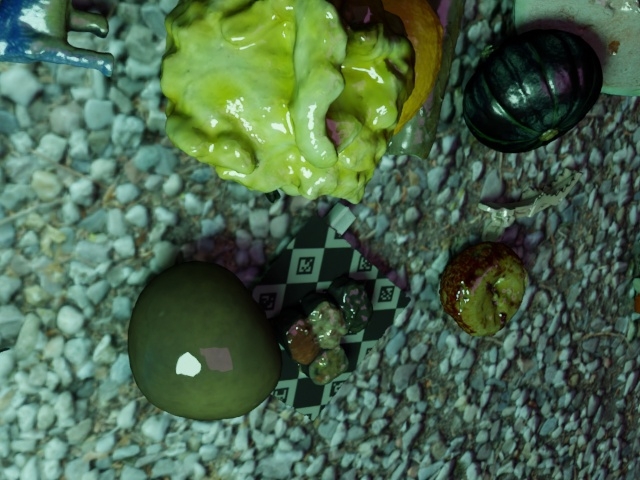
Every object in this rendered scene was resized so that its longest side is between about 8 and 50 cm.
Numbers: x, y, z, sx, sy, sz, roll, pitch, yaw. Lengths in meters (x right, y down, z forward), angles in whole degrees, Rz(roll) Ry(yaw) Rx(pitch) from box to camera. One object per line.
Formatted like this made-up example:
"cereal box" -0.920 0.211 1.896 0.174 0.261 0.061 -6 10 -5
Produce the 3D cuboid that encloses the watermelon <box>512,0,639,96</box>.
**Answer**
"watermelon" 0.389 -0.319 1.207 0.224 0.180 0.305 -46 131 3

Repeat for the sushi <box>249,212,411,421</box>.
"sushi" 0.003 0.117 1.131 0.220 0.047 0.231 -51 129 -2

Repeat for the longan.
"longan" -0.129 0.116 0.974 0.189 0.189 0.189 -14 114 -34

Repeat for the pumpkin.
"pumpkin" 0.283 -0.197 1.175 0.194 0.194 0.150 8 80 -39

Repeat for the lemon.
"lemon" 0.070 -0.209 1.024 0.142 0.142 0.187 -7 111 -36

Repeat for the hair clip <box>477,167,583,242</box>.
"hair clip" 0.325 -0.054 1.345 0.226 0.034 0.072 -21 121 -32

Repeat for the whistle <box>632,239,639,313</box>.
"whistle" 0.618 0.094 1.578 0.105 0.101 0.253 -12 110 -38

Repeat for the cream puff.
"cream puff" 0.234 0.069 1.287 0.149 0.084 0.149 -16 119 -31

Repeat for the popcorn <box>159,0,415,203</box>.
"popcorn" -0.027 -0.159 0.866 0.237 0.293 0.293 -28 129 14

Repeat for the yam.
"yam" 0.140 -0.285 1.097 0.083 0.083 0.372 -5 109 -36

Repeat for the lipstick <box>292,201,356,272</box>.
"lipstick" 0.000 0.000 1.120 0.107 0.025 0.025 -49 129 -7

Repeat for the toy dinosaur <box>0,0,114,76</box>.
"toy dinosaur" -0.280 -0.233 0.799 0.188 0.075 0.248 -2 113 -29
